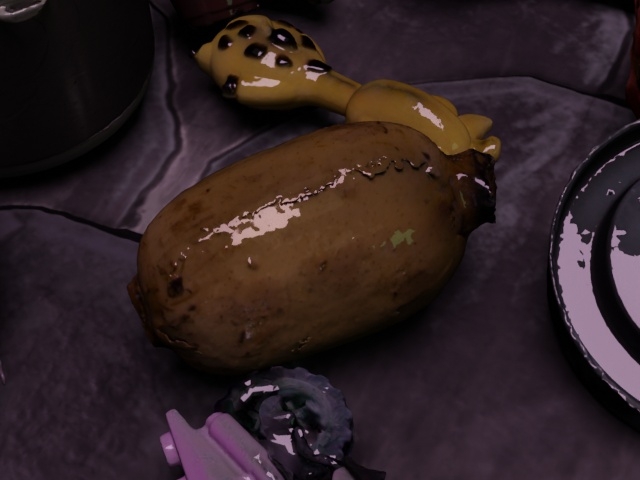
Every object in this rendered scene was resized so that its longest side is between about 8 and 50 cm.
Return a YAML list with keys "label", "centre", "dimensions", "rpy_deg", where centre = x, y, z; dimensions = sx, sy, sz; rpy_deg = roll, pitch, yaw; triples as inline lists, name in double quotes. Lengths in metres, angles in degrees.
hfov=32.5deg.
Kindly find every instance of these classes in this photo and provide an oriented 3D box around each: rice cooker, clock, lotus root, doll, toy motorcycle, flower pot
- label: "rice cooker"
  centre: [-0.283, -0.224, 0.904]
  dimensions: [0.288, 0.277, 0.288]
  rpy_deg: [-1, 53, 1]
- label: "clock"
  centre: [0.306, 0.028, 0.828]
  dimensions: [0.280, 0.055, 0.280]
  rpy_deg: [-1, 64, 3]
- label: "lotus root"
  centre: [0.000, 0.000, 0.806]
  dimensions: [0.284, 0.160, 0.146]
  rpy_deg: [-20, 54, -4]
- label: "doll"
  centre: [0.019, -0.119, 0.944]
  dimensions: [0.291, 0.086, 0.117]
  rpy_deg: [28, 54, 22]
- label: "toy motorcycle"
  centre: [-0.024, 0.219, 0.666]
  dimensions: [0.188, 0.143, 0.327]
  rpy_deg: [-19, 49, -13]
- label: "flower pot"
  centre: [-0.103, -0.241, 0.992]
  dimensions: [0.111, 0.089, 0.111]
  rpy_deg: [-15, 16, 4]

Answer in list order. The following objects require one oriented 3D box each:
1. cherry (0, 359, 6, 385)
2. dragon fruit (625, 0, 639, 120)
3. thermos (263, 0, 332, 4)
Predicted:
- label: "cherry"
  centre: [-0.336, 0.010, 0.788]
  dimensions: [0.266, 0.183, 0.213]
  rpy_deg: [4, 57, 9]
- label: "dragon fruit"
  centre: [0.369, -0.161, 0.961]
  dimensions: [0.262, 0.134, 0.211]
  rpy_deg: [19, 43, -5]
- label: "thermos"
  centre: [-0.060, -0.303, 1.077]
  dimensions: [0.232, 0.099, 0.124]
  rpy_deg: [44, 27, 25]
